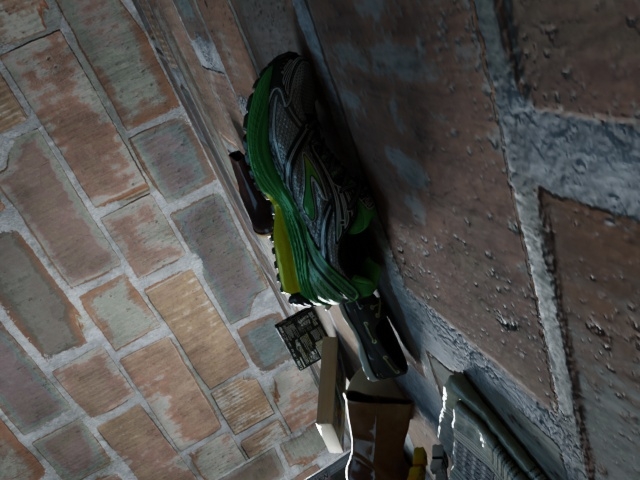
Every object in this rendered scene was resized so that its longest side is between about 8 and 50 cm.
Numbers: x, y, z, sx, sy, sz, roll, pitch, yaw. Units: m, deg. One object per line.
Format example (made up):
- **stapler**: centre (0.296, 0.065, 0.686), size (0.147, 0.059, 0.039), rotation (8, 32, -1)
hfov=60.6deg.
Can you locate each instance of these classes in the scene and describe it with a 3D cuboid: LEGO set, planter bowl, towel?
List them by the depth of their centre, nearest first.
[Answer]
- **towel**: centre (0.261, 0.373, 0.755), size (0.324, 0.056, 0.312), rotation (55, 167, 38)
- **LEGO set**: centre (0.213, 0.446, 1.025), size (0.093, 0.087, 0.227), rotation (-73, -34, -49)
- **planter bowl**: centre (0.120, 0.368, 1.266), size (0.162, 0.109, 0.162), rotation (59, 169, 18)

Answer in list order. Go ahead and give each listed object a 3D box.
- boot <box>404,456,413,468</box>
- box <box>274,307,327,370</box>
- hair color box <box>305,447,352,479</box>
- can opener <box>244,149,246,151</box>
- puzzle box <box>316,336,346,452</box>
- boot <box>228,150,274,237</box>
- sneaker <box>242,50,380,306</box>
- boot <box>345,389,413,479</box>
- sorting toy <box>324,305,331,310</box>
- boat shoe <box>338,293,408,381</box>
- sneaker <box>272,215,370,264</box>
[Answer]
- **boot**: centre (0.188, 0.614, 1.594), size (0.207, 0.094, 0.246), rotation (53, 173, 25)
- **box**: centre (-0.058, 0.349, 1.958), size (0.180, 0.147, 0.077), rotation (62, 170, -4)
- **hair color box**: centre (0.105, 0.736, 1.762), size (0.113, 0.185, 0.374), rotation (57, -173, 19)
- **can opener**: centre (-0.065, -0.085, 1.098), size (0.283, 0.076, 0.095), rotation (61, 169, 13)
- **puzzle box**: centre (0.043, 0.518, 1.796), size (0.409, 0.052, 0.272), rotation (78, -165, -58)
- **boot**: centre (-0.191, -0.131, 1.533), size (0.207, 0.090, 0.248), rotation (66, 173, -30)
- **sneaker**: centre (0.004, -0.078, 0.732), size (0.134, 0.146, 0.343), rotation (-39, -61, -56)
- **boot**: centre (0.182, 0.461, 1.179), size (0.096, 0.264, 0.280), rotation (-31, -55, -62)
- **sorting toy**: centre (-0.028, 0.045, 1.154), size (0.208, 0.038, 0.193), rotation (58, -170, 2)
- **boat shoe**: centre (0.089, 0.138, 0.960), size (0.081, 0.068, 0.228), rotation (-42, -66, -60)
- **sneaker**: centre (0.000, 0.000, 0.900), size (0.252, 0.111, 0.103), rotation (46, 161, 56)
